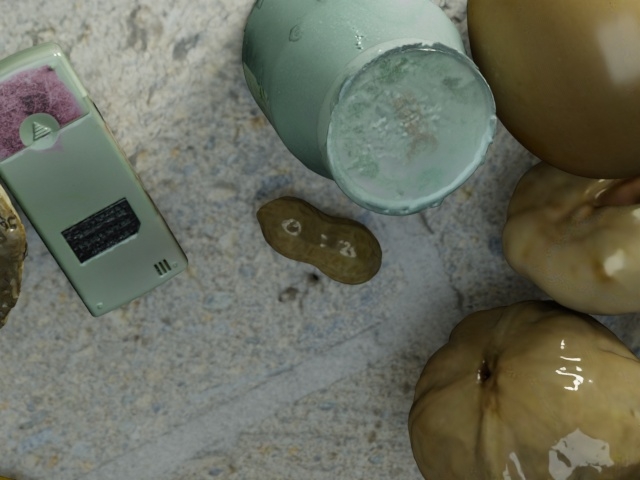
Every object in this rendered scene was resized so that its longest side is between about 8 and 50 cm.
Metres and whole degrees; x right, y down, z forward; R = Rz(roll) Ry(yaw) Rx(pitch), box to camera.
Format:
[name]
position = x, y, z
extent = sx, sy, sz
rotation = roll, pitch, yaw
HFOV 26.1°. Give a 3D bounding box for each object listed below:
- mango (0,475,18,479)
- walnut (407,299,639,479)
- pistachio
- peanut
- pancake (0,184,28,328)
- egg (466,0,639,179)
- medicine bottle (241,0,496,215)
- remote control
[mango]
position = -0.423, 0.360, 1.834
extent = 0.187, 0.066, 0.101
rotation = 38, 108, -23
[walnut]
position = 0.302, 0.259, 1.842
extent = 0.381, 0.381, 0.381
rotation = -7, 117, -13
[pistachio]
position = 0.389, -0.013, 1.804
extent = 0.321, 0.229, 0.238
rotation = -5, 157, -20
[peanut]
position = 0.001, -0.001, 1.764
extent = 0.192, 0.089, 0.089
rotation = 21, 108, -27
[pancake]
position = -0.540, 0.027, 1.621
extent = 0.386, 0.082, 0.387
rotation = -9, 119, -17
[egg]
position = 0.323, -0.249, 1.614
extent = 0.301, 0.301, 0.374
rotation = -30, 120, -1
[medicine bottle]
position = 0.056, -0.178, 1.577
extent = 0.244, 0.290, 0.245
rotation = -7, 118, -14
[remote control]
position = -0.296, -0.070, 1.664
extent = 0.145, 0.050, 0.344
rotation = -28, 120, -2
